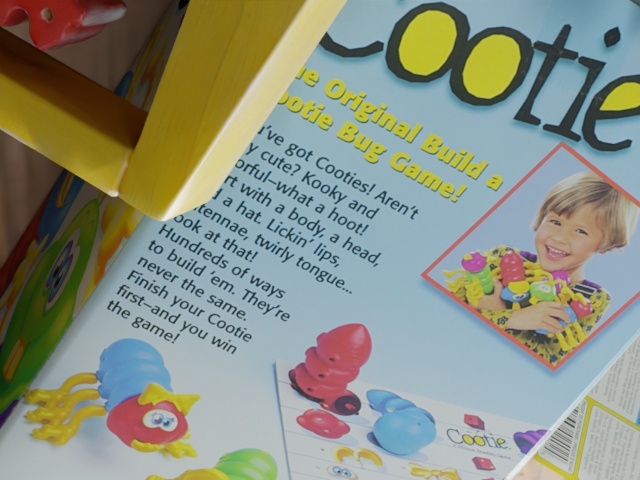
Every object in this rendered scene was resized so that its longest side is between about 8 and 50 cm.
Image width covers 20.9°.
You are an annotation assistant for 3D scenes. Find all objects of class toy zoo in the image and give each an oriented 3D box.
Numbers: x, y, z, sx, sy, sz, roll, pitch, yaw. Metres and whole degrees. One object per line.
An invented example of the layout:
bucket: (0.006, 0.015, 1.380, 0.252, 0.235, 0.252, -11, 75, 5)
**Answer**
toy zoo: (-0.082, -0.135, 0.430, 0.293, 0.030, 0.192, 31, 114, 15)

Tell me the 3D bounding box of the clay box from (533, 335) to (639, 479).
clay box: (0.183, 0.067, 0.578, 0.222, 0.053, 0.127, 29, 128, 30)

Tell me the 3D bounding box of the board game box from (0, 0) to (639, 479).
board game box: (0.000, 0.000, 0.551, 0.144, 0.142, 0.275, 28, 117, -18)
